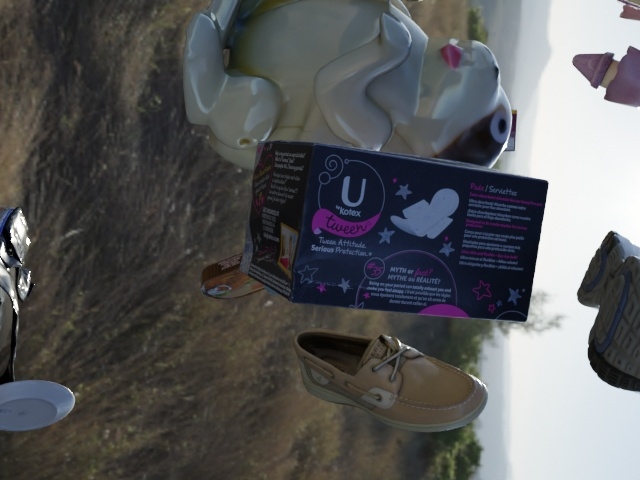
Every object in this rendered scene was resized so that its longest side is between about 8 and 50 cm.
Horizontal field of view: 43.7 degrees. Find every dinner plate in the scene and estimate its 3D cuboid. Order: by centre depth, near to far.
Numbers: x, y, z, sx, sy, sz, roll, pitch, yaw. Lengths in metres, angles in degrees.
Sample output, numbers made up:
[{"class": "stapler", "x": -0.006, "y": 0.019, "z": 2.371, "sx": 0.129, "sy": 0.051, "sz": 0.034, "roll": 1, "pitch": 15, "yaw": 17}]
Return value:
[{"class": "dinner plate", "x": -0.428, "y": 0.244, "z": 1.151, "sx": 0.141, "sy": 0.141, "sz": 0.017, "roll": 74, "pitch": -1, "yaw": -52}]

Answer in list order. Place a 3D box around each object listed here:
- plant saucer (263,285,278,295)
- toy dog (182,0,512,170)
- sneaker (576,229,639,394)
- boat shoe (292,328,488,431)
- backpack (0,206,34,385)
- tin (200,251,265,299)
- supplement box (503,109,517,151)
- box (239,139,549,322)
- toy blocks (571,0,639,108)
[{"class": "plant saucer", "x": 0.000, "y": 0.000, "z": 1.069, "sx": 0.195, "sy": 0.037, "sz": 0.195, "roll": -43, "pitch": 153, "yaw": -28}, {"class": "toy dog", "x": 0.049, "y": -0.182, "z": 1.060, "sx": 0.285, "sy": 0.407, "sz": 0.395, "roll": -75, "pitch": 175, "yaw": -46}, {"class": "sneaker", "x": 0.340, "y": 0.073, "z": 0.795, "sx": 0.297, "sy": 0.129, "sz": 0.111, "roll": -50, "pitch": 163, "yaw": -66}, {"class": "boat shoe", "x": 0.100, "y": 0.216, "z": 1.287, "sx": 0.122, "sy": 0.341, "sz": 0.110, "roll": -54, "pitch": 136, "yaw": -39}, {"class": "backpack", "x": -0.546, "y": 0.067, "z": 1.213, "sx": 0.276, "sy": 0.213, "sz": 0.263, "roll": -99, "pitch": -151, "yaw": -48}, {"class": "tin", "x": -0.134, "y": 0.061, "z": 1.458, "sx": 0.106, "sy": 0.189, "sz": 0.040, "roll": 39, "pitch": 39, "yaw": -49}, {"class": "supplement box", "x": 0.371, "y": -0.222, "z": 1.608, "sx": 0.055, "sy": 0.043, "sz": 0.083, "roll": -48, "pitch": 140, "yaw": -79}, {"class": "box", "x": 0.067, "y": -0.014, "z": 0.773, "sx": 0.163, "sy": 0.247, "sz": 0.142, "roll": -160, "pitch": -102, "yaw": -66}, {"class": "toy blocks", "x": 0.413, "y": -0.320, "z": 0.976, "sx": 0.288, "sy": 0.260, "sz": 0.309, "roll": -21, "pitch": 137, "yaw": -66}]
